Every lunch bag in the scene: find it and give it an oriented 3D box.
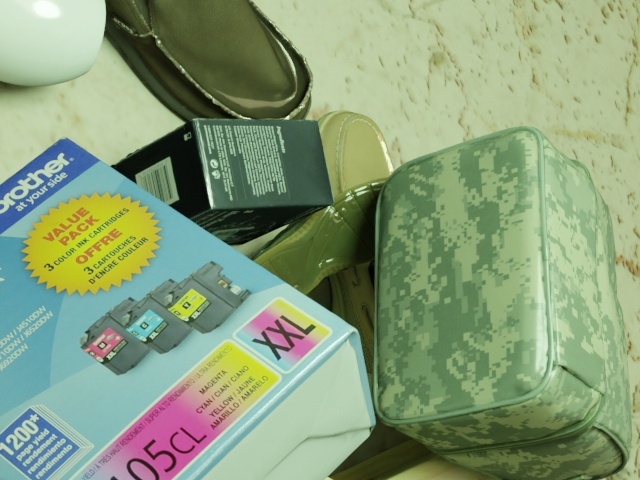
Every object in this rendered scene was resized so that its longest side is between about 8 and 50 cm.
[{"bbox_3d":[0.197,0.081,1.552,0.256,0.212,0.305,30,51,-44],"label":"lunch bag"}]

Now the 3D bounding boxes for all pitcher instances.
[{"bbox_3d":[-0.314,-0.236,1.493,0.207,0.125,0.178,10,52,-26],"label":"pitcher"}]

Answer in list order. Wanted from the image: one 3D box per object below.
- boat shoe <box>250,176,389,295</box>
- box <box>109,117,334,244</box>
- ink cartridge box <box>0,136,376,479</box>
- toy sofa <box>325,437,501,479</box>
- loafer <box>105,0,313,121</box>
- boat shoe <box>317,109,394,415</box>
[{"bbox_3d":[0.000,0.001,1.633,0.223,0.073,0.080,-34,106,-10],"label":"boat shoe"},{"bbox_3d":[-0.099,-0.054,1.572,0.158,0.156,0.093,-4,78,-42],"label":"box"},{"bbox_3d":[-0.196,0.095,1.235,0.270,0.395,0.151,-42,144,-26],"label":"ink cartridge box"},{"bbox_3d":[0.088,0.272,1.613,0.362,0.150,0.177,-18,83,-43],"label":"toy sofa"},{"bbox_3d":[-0.142,-0.235,1.609,0.366,0.130,0.134,38,65,-20],"label":"loafer"},{"bbox_3d":[0.067,0.013,1.720,0.121,0.110,0.341,3,73,-40],"label":"boat shoe"}]
